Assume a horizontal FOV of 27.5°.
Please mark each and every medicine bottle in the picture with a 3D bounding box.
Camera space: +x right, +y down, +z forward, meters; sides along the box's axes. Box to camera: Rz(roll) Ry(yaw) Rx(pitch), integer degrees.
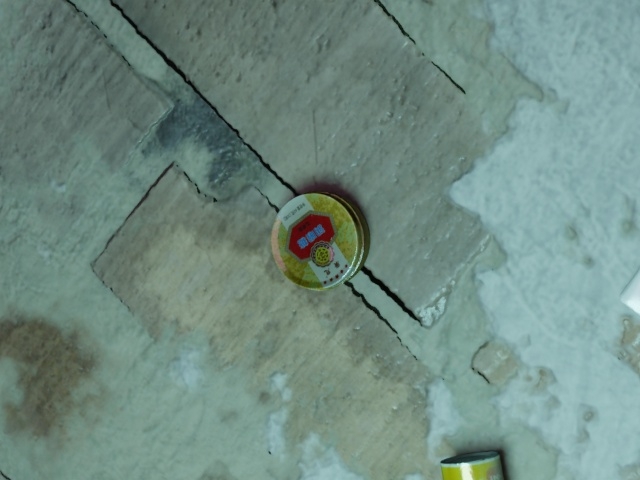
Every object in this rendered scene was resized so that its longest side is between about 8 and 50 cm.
[{"bbox_3d":[0.166,0.325,1.314,0.074,0.074,0.218,-10,87,25],"label":"medicine bottle"}]

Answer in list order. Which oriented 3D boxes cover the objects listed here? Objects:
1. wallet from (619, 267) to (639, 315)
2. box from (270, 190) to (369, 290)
[{"bbox_3d":[0.341,0.024,1.236,0.061,0.025,0.122,40,108,20],"label":"wallet"},{"bbox_3d":[0.000,0.000,1.388,0.105,0.037,0.106,2,95,25],"label":"box"}]
